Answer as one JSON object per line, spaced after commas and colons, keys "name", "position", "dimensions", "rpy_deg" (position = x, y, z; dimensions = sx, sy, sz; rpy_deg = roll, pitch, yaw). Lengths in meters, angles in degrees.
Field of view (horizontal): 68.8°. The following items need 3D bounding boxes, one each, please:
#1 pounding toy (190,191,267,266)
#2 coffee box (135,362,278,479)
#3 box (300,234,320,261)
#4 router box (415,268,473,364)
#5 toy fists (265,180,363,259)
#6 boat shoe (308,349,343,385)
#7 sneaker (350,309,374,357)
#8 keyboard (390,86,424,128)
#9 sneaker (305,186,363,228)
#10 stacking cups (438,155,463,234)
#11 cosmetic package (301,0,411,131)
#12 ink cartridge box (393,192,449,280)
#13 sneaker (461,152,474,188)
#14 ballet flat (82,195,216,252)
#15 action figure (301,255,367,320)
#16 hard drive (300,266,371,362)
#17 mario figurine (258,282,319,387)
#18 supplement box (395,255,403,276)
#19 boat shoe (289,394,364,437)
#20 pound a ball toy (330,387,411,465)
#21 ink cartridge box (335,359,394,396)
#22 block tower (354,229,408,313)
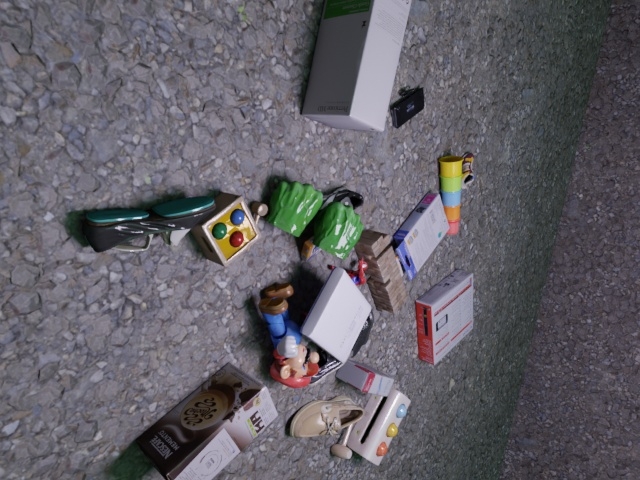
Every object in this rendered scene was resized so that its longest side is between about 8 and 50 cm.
{"name": "pounding toy", "position": [-0.198, -0.031, 1.172], "dimensions": [0.206, 0.094, 0.181], "rpy_deg": [-43, 128, -28]}
{"name": "coffee box", "position": [-0.280, 0.471, 1.179], "dimensions": [0.297, 0.168, 0.118], "rpy_deg": [-37, 125, -33]}
{"name": "box", "position": [0.000, 0.000, 1.404], "dimensions": [0.136, 0.028, 0.081], "rpy_deg": [-37, 160, -31]}
{"name": "router box", "position": [0.551, 0.330, 2.048], "dimensions": [0.336, 0.082, 0.300], "rpy_deg": [-27, 120, -38]}
{"name": "toy fists", "position": [-0.010, -0.065, 1.290], "dimensions": [0.279, 0.096, 0.142], "rpy_deg": [27, 95, -16]}
{"name": "boat shoe", "position": [0.022, 0.390, 1.532], "dimensions": [0.206, 0.075, 0.064], "rpy_deg": [-35, 128, -28]}
{"name": "sneaker", "position": [0.136, 0.323, 1.645], "dimensions": [0.089, 0.051, 0.170], "rpy_deg": [-4, 107, -50]}
{"name": "keyboard", "position": [0.301, -0.471, 1.609], "dimensions": [0.180, 0.023, 0.108], "rpy_deg": [-41, 134, -31]}
{"name": "sneaker", "position": [0.040, -0.096, 1.387], "dimensions": [0.234, 0.106, 0.078], "rpy_deg": [-30, 120, -37]}
{"name": "stacking cups", "position": [0.519, -0.174, 1.871], "dimensions": [0.096, 0.096, 0.315], "rpy_deg": [-26, 121, -38]}
{"name": "cosmetic package", "position": [0.097, -0.495, 1.268], "dimensions": [0.155, 0.197, 0.365], "rpy_deg": [9, 93, -47]}
{"name": "ink cartridge box", "position": [0.380, -0.016, 1.790], "dimensions": [0.311, 0.065, 0.185], "rpy_deg": [-50, 132, -26]}
{"name": "sneaker", "position": [0.608, -0.283, 1.929], "dimensions": [0.185, 0.084, 0.069], "rpy_deg": [-58, 134, -16]}
{"name": "ballet flat", "position": [-0.363, -0.033, 1.015], "dimensions": [0.281, 0.095, 0.096], "rpy_deg": [-12, 120, -32]}
{"name": "action figure", "position": [0.055, 0.137, 1.478], "dimensions": [0.280, 0.092, 0.139], "rpy_deg": [-42, 137, -30]}
{"name": "hard drive", "position": [0.058, 0.234, 1.412], "dimensions": [0.210, 0.040, 0.318], "rpy_deg": [-61, 150, -15]}
{"name": "mario figurine", "position": [-0.067, 0.285, 1.346], "dimensions": [0.198, 0.170, 0.320], "rpy_deg": [-33, 122, -37]}
{"name": "supplement box", "position": [0.266, 0.108, 1.727], "dimensions": [0.062, 0.036, 0.098], "rpy_deg": [-43, 128, -29]}
{"name": "boat shoe", "position": [0.027, 0.604, 1.580], "dimensions": [0.303, 0.098, 0.109], "rpy_deg": [2, 100, -46]}
{"name": "pound a ball toy", "position": [0.205, 0.707, 1.766], "dimensions": [0.319, 0.136, 0.208], "rpy_deg": [-57, 134, -18]}
{"name": "ink cartridge box", "position": [0.160, 0.488, 1.661], "dimensions": [0.175, 0.128, 0.072], "rpy_deg": [30, 80, -46]}
{"name": "block tower", "position": [0.216, 0.113, 1.636], "dimensions": [0.091, 0.097, 0.335], "rpy_deg": [-43, 130, -28]}
